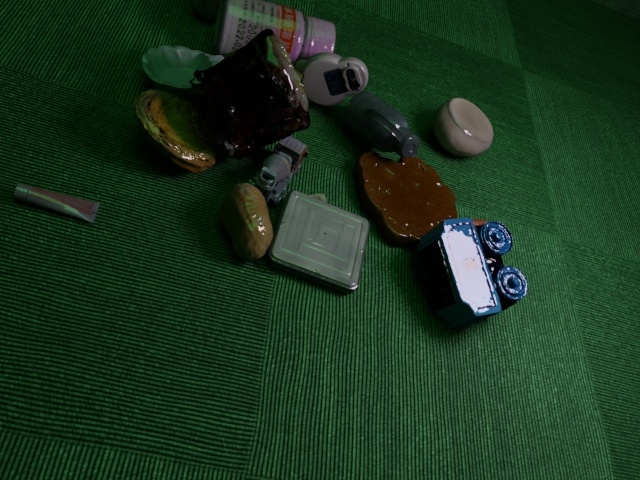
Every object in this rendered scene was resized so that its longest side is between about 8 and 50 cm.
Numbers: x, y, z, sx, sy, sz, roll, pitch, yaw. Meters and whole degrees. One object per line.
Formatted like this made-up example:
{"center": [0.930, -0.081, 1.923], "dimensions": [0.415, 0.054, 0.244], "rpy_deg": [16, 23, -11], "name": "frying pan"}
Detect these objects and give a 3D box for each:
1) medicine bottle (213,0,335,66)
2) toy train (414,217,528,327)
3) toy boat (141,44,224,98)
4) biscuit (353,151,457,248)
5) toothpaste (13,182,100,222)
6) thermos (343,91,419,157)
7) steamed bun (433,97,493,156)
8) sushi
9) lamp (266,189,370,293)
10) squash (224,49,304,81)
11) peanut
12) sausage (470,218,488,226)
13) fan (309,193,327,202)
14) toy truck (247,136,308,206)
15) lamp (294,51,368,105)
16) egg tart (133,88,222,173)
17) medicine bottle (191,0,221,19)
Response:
{"center": [-0.159, -0.695, 2.081], "dimensions": [0.388, 0.219, 0.219], "rpy_deg": [9, 52, -18], "name": "medicine bottle"}
{"center": [0.429, 0.083, 1.758], "dimensions": [0.265, 0.188, 0.300], "rpy_deg": [-6, 71, -24], "name": "toy train"}
{"center": [-0.422, -0.523, 1.912], "dimensions": [0.290, 0.100, 0.199], "rpy_deg": [-14, 62, -31], "name": "toy boat"}
{"center": [0.269, -0.142, 1.950], "dimensions": [0.381, 0.074, 0.359], "rpy_deg": [42, 48, 14], "name": "biscuit"}
{"center": [-0.661, -0.096, 1.523], "dimensions": [0.195, 0.043, 0.067], "rpy_deg": [17, 48, -19], "name": "toothpaste"}
{"center": [0.201, -0.377, 1.982], "dimensions": [0.286, 0.145, 0.182], "rpy_deg": [45, 6, 40], "name": "thermos"}
{"center": [0.504, -0.395, 2.198], "dimensions": [0.232, 0.145, 0.231], "rpy_deg": [20, 49, -24], "name": "steamed bun"}
{"center": [-0.194, -0.410, 1.748], "dimensions": [0.294, 0.281, 0.299], "rpy_deg": [-26, 96, 7], "name": "sushi"}
{"center": [0.000, 0.000, 1.726], "dimensions": [0.267, 0.047, 0.269], "rpy_deg": [21, 51, -9], "name": "lamp"}
{"center": [-0.203, -0.508, 1.942], "dimensions": [0.261, 0.189, 0.189], "rpy_deg": [26, 48, -10], "name": "squash"}
{"center": [-0.200, -0.051, 1.637], "dimensions": [0.129, 0.129, 0.224], "rpy_deg": [-3, 58, -26], "name": "peanut"}
{"center": [0.521, -0.054, 2.019], "dimensions": [0.083, 0.034, 0.034], "rpy_deg": [0, 55, -25], "name": "sausage"}
{"center": [-0.020, -0.056, 1.798], "dimensions": [0.131, 0.009, 0.240], "rpy_deg": [14, 51, -11], "name": "fan"}
{"center": [-0.124, -0.213, 1.781], "dimensions": [0.108, 0.140, 0.256], "rpy_deg": [30, 48, 0], "name": "toy truck"}
{"center": [0.043, -0.548, 2.035], "dimensions": [0.246, 0.179, 0.108], "rpy_deg": [-5, 41, 22], "name": "lamp"}
{"center": [-0.412, -0.307, 1.732], "dimensions": [0.291, 0.107, 0.290], "rpy_deg": [35, 34, -28], "name": "egg tart"}
{"center": [-0.334, -0.971, 2.109], "dimensions": [0.123, 0.375, 0.282], "rpy_deg": [30, 48, 4], "name": "medicine bottle"}
